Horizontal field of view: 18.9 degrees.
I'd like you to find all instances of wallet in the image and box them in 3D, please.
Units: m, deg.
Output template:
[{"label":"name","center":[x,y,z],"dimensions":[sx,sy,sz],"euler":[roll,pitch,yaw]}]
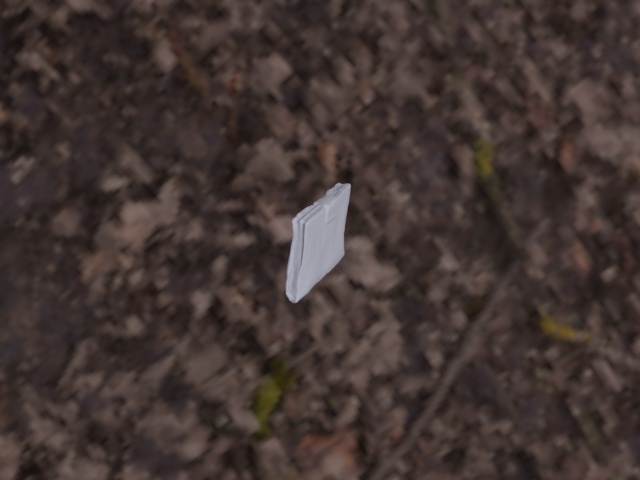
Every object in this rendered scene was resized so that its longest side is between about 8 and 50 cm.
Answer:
[{"label":"wallet","center":[0.000,0.000,0.960],"dimensions":[0.011,0.044,0.083],"euler":[10,17,15]}]
